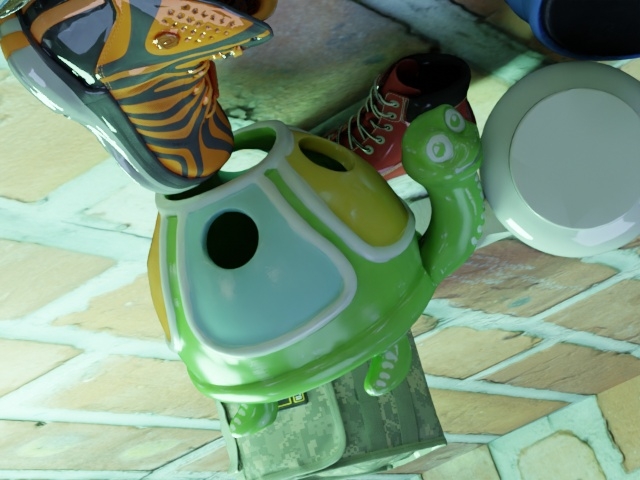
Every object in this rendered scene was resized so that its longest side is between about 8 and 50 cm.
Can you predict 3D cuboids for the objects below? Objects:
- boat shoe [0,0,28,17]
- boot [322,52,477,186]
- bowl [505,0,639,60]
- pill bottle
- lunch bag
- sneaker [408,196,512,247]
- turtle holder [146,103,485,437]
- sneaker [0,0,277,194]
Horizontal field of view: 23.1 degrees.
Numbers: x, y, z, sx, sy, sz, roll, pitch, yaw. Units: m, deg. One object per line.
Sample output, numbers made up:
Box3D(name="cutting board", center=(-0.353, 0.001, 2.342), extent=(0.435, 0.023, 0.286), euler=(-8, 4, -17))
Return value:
Box3D(name="boat shoe", center=(-0.190, -0.210, 1.065), extent=(0.183, 0.066, 0.066), euler=(-32, 177, 20))
Box3D(name="boot", center=(0.033, -0.104, 1.532), extent=(0.244, 0.088, 0.176), euler=(-20, 154, 0))
Box3D(name="bowl", center=(0.340, -0.278, 1.347), extent=(0.391, 0.077, 0.391), euler=(-17, 160, -6))
Box3D(name="pill bottle", center=(0.243, -0.078, 1.509), extent=(0.181, 0.181, 0.323), euler=(-22, -179, 7))
Box3D(name="lunch bag", center=(-0.011, 0.197, 2.058), extent=(0.287, 0.235, 0.169), euler=(-7, 163, -34))
Box3D(name="sneaker", center=(0.163, -0.012, 1.913), extent=(0.212, 0.080, 0.094), euler=(-10, 171, -27))
Box3D(name="turtle holder", center=(-0.012, 0.012, 1.425), extent=(0.320, 0.227, 0.243), euler=(-11, -149, 35))
Box3D(name="sneaker", center=(-0.100, -0.140, 1.233), extent=(0.180, 0.125, 0.321), euler=(-23, 160, 15))
